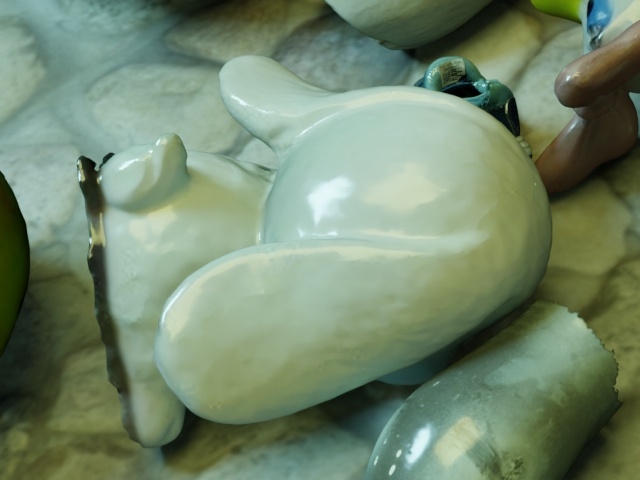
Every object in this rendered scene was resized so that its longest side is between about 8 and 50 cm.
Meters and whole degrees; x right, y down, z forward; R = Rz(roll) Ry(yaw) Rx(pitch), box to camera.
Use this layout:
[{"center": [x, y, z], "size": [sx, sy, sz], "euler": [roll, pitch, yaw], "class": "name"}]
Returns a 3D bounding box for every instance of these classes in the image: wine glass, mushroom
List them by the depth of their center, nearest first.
[{"center": [0.074, 0.132, 0.960], "size": [0.222, 0.103, 0.103], "euler": [-42, 55, -17], "class": "wine glass"}, {"center": [0.097, -0.209, 1.225], "size": [0.225, 0.093, 0.116], "euler": [-26, 30, 0], "class": "mushroom"}]

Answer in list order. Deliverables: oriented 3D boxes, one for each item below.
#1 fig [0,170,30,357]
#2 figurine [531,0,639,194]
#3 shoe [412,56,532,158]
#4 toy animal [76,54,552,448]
[{"center": [-0.285, 0.016, 1.090], "size": [0.207, 0.230, 0.207], "euler": [0, 90, -10], "class": "fig"}, {"center": [0.281, -0.203, 1.142], "size": [0.421, 0.154, 0.193], "euler": [-33, 66, -16], "class": "figurine"}, {"center": [0.091, -0.087, 1.133], "size": [0.064, 0.071, 0.143], "euler": [-18, 22, -8], "class": "shoe"}, {"center": [-0.014, -0.009, 1.046], "size": [0.289, 0.174, 0.249], "euler": [-22, 52, -2], "class": "toy animal"}]
